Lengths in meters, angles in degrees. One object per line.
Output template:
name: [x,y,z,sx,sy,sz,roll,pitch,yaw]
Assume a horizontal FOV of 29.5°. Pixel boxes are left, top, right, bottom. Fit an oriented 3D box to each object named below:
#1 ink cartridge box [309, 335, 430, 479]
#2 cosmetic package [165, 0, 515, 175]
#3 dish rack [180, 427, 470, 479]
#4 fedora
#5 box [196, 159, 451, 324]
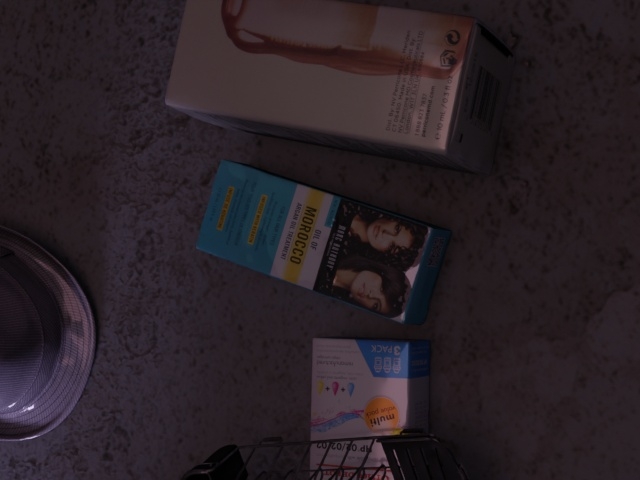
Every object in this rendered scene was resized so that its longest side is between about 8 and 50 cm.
ink cartridge box: [0.048,0.187,1.195,0.104,0.061,0.181,0,88,25]
cosmetic package: [0.020,-0.157,1.180,0.296,0.153,0.129,12,90,23]
dish rack: [0.022,0.277,1.148,0.271,0.074,0.208,-9,113,28]
fedora: [-0.400,0.104,1.349,0.275,0.124,0.244,31,102,16]
box: [0.000,0.000,1.228,0.244,0.060,0.100,19,95,24]
